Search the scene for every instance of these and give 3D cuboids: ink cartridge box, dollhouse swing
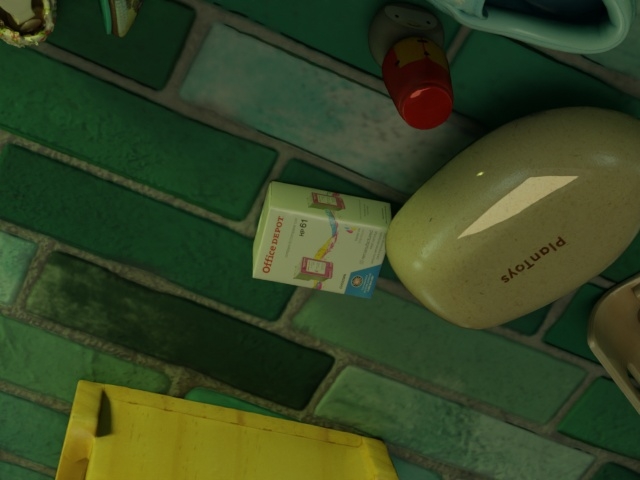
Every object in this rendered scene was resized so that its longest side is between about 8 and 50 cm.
[{"bbox_3d":[0.000,0.000,1.205,0.122,0.052,0.088,11,123,-6],"label":"ink cartridge box"},{"bbox_3d":[-0.114,0.335,1.281,0.347,0.305,0.315,13,123,-10],"label":"dollhouse swing"}]

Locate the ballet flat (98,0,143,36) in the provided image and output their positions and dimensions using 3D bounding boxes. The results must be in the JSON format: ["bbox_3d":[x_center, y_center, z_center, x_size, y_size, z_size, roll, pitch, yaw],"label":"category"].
[{"bbox_3d":[-0.167,-0.274,1.013,0.079,0.077,0.221,-20,124,-11],"label":"ballet flat"}]

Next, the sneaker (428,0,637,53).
[{"bbox_3d":[0.096,-0.251,0.977,0.366,0.150,0.135,16,122,-11],"label":"sneaker"}]

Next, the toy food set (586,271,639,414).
[{"bbox_3d":[0.451,0.092,1.247,0.306,0.092,0.220,-31,119,19],"label":"toy food set"}]

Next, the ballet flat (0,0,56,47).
[{"bbox_3d":[-0.280,-0.257,0.999,0.091,0.077,0.241,-36,128,-6],"label":"ballet flat"}]

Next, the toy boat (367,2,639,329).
[{"bbox_3d":[0.152,-0.075,1.114,0.267,0.148,0.318,-31,125,16],"label":"toy boat"}]
